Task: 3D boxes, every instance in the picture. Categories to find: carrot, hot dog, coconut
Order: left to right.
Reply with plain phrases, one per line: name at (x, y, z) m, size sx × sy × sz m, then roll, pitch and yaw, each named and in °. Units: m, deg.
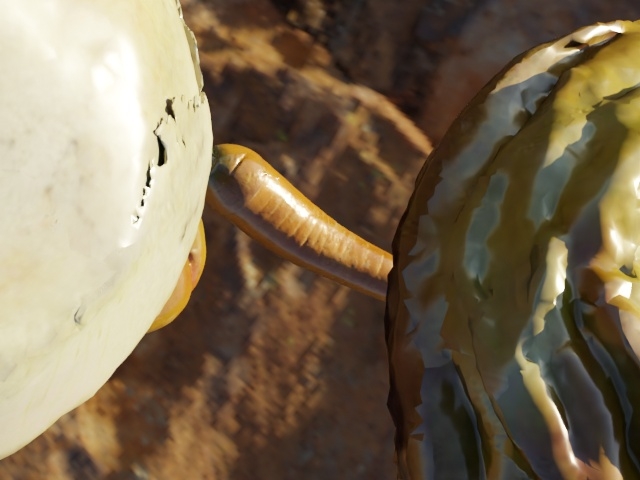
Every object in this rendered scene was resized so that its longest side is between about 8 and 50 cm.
coconut at (-0.221, -0.053, 0.827) m, size 0.352 × 0.352 × 0.353 m, roll -10°, pitch 112°, yaw -25°
carrot at (0.000, 0.000, 1.663) m, size 0.271 × 0.062 × 0.066 m, roll 35°, pitch 104°, yaw -22°
hot dog at (0.076, 0.050, 0.500) m, size 0.122 × 0.272 × 0.196 m, roll 5°, pitch 71°, yaw 3°

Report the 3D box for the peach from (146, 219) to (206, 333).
peach at (-0.143, 0.004, 1.338) m, size 0.138 × 0.138 × 0.138 m, roll -10°, pitch 112°, yaw -25°
